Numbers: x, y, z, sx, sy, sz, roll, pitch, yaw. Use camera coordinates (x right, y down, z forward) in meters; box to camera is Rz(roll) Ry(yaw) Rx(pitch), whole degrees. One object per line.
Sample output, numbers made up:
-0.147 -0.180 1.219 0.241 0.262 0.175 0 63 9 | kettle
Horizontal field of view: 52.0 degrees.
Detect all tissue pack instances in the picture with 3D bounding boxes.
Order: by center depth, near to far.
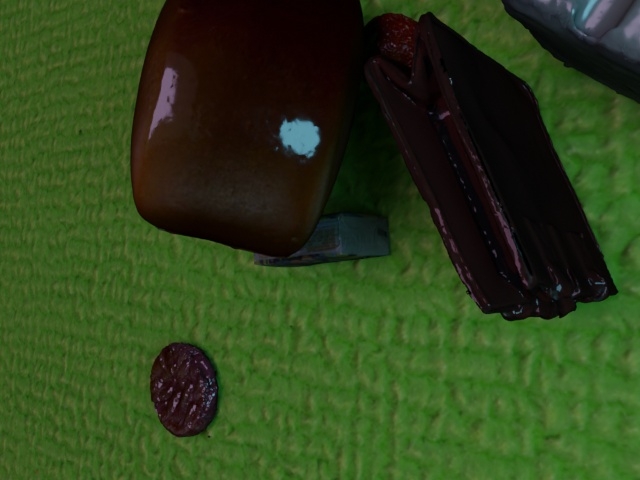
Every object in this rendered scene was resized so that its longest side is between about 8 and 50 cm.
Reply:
0.000 0.000 0.847 0.148 0.109 0.060 -8 83 38 | tissue pack

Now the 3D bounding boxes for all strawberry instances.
0.095 -0.232 0.812 0.106 0.106 0.106 -4 83 38 | strawberry

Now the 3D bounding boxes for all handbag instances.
0.172 -0.059 0.624 0.084 0.260 0.275 -30 70 30 | handbag

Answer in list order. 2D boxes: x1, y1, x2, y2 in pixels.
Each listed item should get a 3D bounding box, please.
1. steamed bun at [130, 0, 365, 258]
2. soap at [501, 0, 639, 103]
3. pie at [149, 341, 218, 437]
-0.074 -0.185 0.752 0.248 0.235 0.379 112 170 -49 | steamed bun
0.370 -0.311 0.523 0.350 0.213 0.435 39 109 31 | soap
-0.220 0.237 1.042 0.155 0.036 0.154 -5 82 38 | pie
